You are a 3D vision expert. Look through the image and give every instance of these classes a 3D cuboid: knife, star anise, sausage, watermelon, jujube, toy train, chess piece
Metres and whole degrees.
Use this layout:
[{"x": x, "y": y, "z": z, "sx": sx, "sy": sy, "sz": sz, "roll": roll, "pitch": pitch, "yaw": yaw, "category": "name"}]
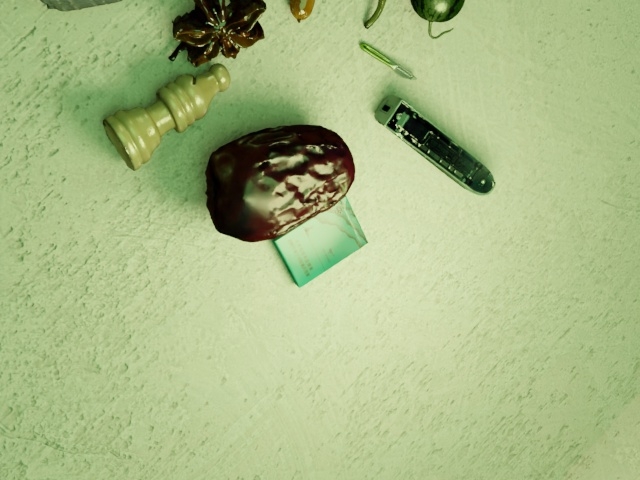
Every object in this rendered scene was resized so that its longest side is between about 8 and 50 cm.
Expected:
[{"x": 0.173, "y": -0.455, "z": 2.097, "sx": 0.184, "sy": 0.026, "sz": 0.022, "roll": 27, "pitch": 55, "yaw": -28, "category": "knife"}, {"x": -0.228, "y": -0.487, "z": 1.826, "sx": 0.220, "sy": 0.190, "sz": 0.126, "roll": -10, "pitch": 71, "yaw": -21, "category": "star anise"}, {"x": -0.033, "y": -0.604, "z": 1.931, "sx": 0.062, "sy": 0.054, "sz": 0.183, "roll": -4, "pitch": 110, "yaw": -58, "category": "sausage"}, {"x": 0.290, "y": -0.596, "z": 2.036, "sx": 0.141, "sy": 0.141, "sz": 0.187, "roll": 1, "pitch": 111, "yaw": -25, "category": "watermelon"}, {"x": -0.104, "y": -0.144, "z": 1.954, "sx": 0.377, "sy": 0.258, "sz": 0.258, "roll": -27, "pitch": 117, "yaw": -29, "category": "jujube"}, {"x": 0.314, "y": -0.243, "z": 2.197, "sx": 0.407, "sy": 0.088, "sz": 0.086, "roll": 33, "pitch": 93, "yaw": -30, "category": "toy train"}, {"x": -0.333, "y": -0.296, "z": 1.868, "sx": 0.307, "sy": 0.124, "sz": 0.139, "roll": -36, "pitch": 114, "yaw": -15, "category": "chess piece"}]

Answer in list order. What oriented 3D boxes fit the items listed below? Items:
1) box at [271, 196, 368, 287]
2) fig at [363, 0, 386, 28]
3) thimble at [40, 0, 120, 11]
[{"x": 0.000, "y": 0.000, "z": 2.160, "sx": 0.226, "sy": 0.042, "sz": 0.161, "roll": -33, "pitch": 119, "yaw": -11, "category": "box"}, {"x": 0.137, "y": -0.624, "z": 1.969, "sx": 0.149, "sy": 0.149, "sz": 0.245, "roll": -15, "pitch": 126, "yaw": -20, "category": "fig"}, {"x": -0.491, "y": -0.581, "z": 1.629, "sx": 0.172, "sy": 0.205, "sz": 0.236, "roll": -10, "pitch": 129, "yaw": -3, "category": "thimble"}]
